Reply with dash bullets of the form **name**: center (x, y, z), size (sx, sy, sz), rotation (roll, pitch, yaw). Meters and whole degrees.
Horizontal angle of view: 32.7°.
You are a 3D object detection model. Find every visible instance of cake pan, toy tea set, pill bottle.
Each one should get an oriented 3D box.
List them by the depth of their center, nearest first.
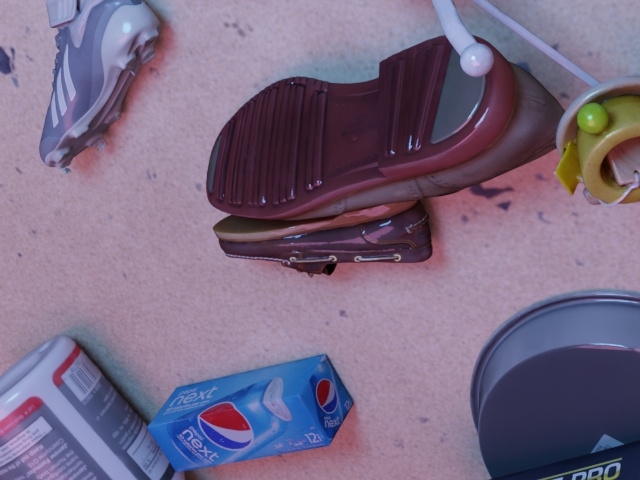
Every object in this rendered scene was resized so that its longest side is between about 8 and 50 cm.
- **toy tea set**: center (0.314, -0.002, 0.741), size (0.200, 0.124, 0.336), rotation (-32, 129, 22)
- **cake pan**: center (0.270, 0.181, 0.983), size (0.293, 0.054, 0.293), rotation (13, 125, 19)
- **pill bottle**: center (-0.256, 0.260, 1.223), size (0.161, 0.161, 0.283), rotation (-29, 105, 37)

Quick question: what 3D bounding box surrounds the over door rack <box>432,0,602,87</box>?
- **over door rack**: center (0.196, -0.191, 0.674), size (0.324, 0.108, 0.239), rotation (25, 130, -19)

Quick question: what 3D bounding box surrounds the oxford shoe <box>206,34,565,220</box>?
- **oxford shoe**: center (0.040, -0.067, 0.894), size (0.130, 0.123, 0.348), rotation (18, 165, -40)

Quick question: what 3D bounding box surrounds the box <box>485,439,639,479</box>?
- **box**: center (0.294, 0.372, 0.954), size (0.318, 0.097, 0.395), rotation (-23, 102, 30)

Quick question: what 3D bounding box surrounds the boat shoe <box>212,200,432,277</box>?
- **boat shoe**: center (0.000, 0.000, 0.984), size (0.207, 0.073, 0.073), rotation (-5, 116, 29)

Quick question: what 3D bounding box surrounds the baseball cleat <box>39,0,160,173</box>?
- **baseball cleat**: center (-0.219, -0.159, 1.002), size (0.109, 0.072, 0.206), rotation (49, 125, 7)

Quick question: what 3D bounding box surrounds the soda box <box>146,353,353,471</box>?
- **soda box**: center (-0.075, 0.182, 1.141), size (0.210, 0.071, 0.067), rotation (-18, 112, 34)
